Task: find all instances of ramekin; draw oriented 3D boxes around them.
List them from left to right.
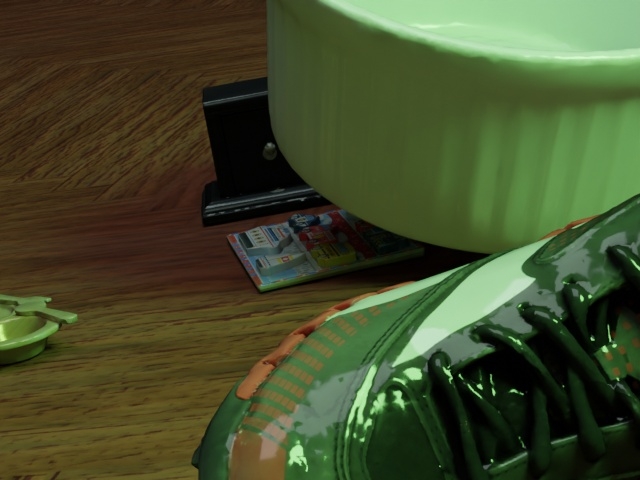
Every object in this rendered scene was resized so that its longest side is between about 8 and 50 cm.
[{"bbox_3d":[0.098,-0.110,0.991,0.277,0.135,0.277,4,34,-2],"label":"ramekin"}]

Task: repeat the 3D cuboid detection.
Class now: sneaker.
[{"bbox_3d":[0.082,0.043,0.611,0.276,0.098,0.135,-20,-4,-35],"label":"sneaker"}]

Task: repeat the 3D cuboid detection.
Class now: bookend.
[{"bbox_3d":[-0.014,-0.106,1.159,0.156,0.157,0.072,-10,14,-1],"label":"bookend"}]

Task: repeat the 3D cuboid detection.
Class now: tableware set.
[{"bbox_3d":[-0.214,0.057,0.954,0.168,0.020,0.141,-19,17,-29],"label":"tableware set"}]

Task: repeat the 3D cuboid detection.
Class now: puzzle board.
[{"bbox_3d":[0.000,0.000,1.041,0.096,0.011,0.128,-12,14,-8],"label":"puzzle board"}]
